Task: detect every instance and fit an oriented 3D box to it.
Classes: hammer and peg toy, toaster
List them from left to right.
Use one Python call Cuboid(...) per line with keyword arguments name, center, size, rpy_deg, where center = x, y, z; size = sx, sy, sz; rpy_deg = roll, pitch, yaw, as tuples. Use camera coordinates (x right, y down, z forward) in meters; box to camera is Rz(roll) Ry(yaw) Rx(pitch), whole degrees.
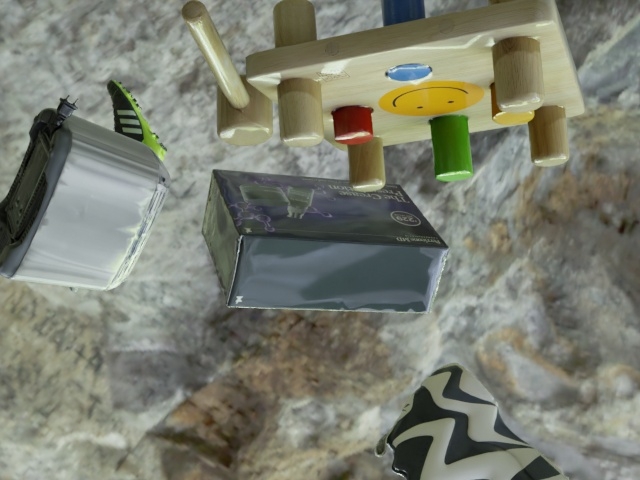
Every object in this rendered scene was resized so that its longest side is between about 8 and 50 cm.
Cuboid(name="toaster", center=(-0.272, -0.048, 1.087), size=(0.146, 0.129, 0.227), rpy_deg=(17, -72, -34))
Cuboid(name="hammer and peg toy", center=(0.044, -0.129, 0.859), size=(0.361, 0.266, 0.128), rpy_deg=(-7, -101, 19))

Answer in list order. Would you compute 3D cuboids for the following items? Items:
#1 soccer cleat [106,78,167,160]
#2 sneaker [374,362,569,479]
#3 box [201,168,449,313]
Cuboid(name="soccer cleat", center=(-0.331, -0.198, 1.630), size=(0.072, 0.060, 0.179), rpy_deg=(-32, -105, -2))
Cuboid(name="sneaker", center=(0.148, 0.250, 0.918), size=(0.235, 0.153, 0.094), rpy_deg=(50, -10, 10))
Cuboid(name="box", center=(0.000, 0.000, 1.184), size=(0.261, 0.184, 0.103), rpy_deg=(3, -60, -20))
